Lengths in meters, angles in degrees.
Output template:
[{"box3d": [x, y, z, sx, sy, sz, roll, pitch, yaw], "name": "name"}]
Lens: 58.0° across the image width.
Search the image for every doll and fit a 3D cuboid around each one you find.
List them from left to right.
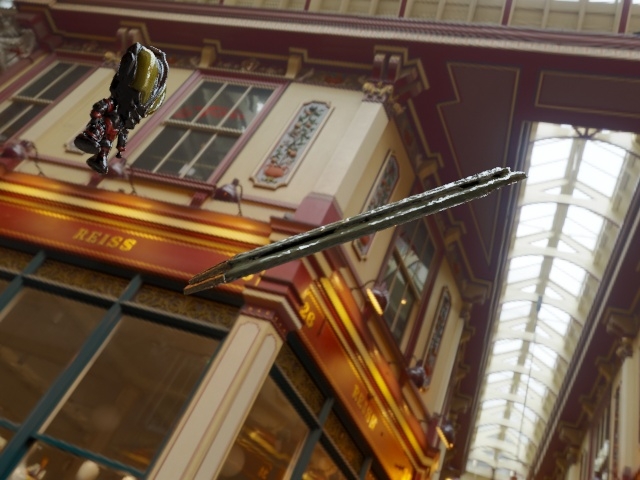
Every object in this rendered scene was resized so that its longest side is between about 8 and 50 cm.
[{"box3d": [-0.322, -0.231, 0.974, 0.088, 0.249, 0.127, 30, -30, -16], "name": "doll"}]

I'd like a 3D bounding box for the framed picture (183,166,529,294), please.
[{"box3d": [0.000, 0.000, 0.506, 0.018, 0.231, 0.293, 71, -20, 0], "name": "framed picture"}]
